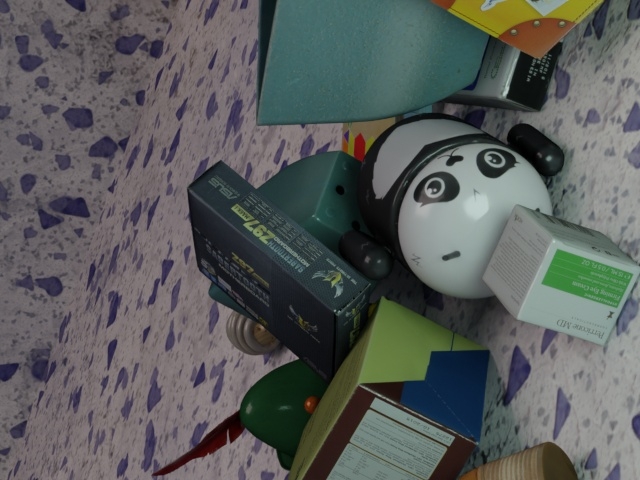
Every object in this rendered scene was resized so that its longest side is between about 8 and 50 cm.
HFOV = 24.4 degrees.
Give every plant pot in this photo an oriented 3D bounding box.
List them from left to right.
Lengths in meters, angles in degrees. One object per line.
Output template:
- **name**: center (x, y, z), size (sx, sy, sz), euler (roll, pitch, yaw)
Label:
- **plant pot**: center (0.000, 0.000, 1.826), size (0.234, 0.165, 0.165), euler (-40, 25, 56)
- **plant pot**: center (0.066, -0.286, 1.664), size (0.247, 0.252, 0.248), euler (102, 169, -50)

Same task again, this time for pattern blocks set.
- **pattern blocks set**: center (0.069, -0.124, 1.958), size (0.325, 0.026, 0.285), euler (-137, 49, -61)

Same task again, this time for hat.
- **hat**: center (-0.099, 0.212, 1.984), size (0.173, 0.183, 0.208), euler (-47, 32, 49)

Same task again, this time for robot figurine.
- **robot figurine**: center (0.138, -0.044, 1.597), size (0.209, 0.173, 0.278), euler (-68, 20, 11)

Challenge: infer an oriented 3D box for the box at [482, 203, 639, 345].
- **box**: center (0.227, 0.032, 1.408), size (0.087, 0.101, 0.102), euler (-67, 21, 15)

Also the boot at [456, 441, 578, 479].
- **boot**: center (0.128, 0.325, 1.327), size (0.220, 0.109, 0.283), euler (-34, 33, 30)

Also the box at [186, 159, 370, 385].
- **box**: center (-0.047, 0.039, 1.657), size (0.059, 0.233, 0.183), euler (-42, -22, -23)

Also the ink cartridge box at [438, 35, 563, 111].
- **ink cartridge box**: center (0.186, -0.255, 1.808), size (0.371, 0.069, 0.176), euler (21, 94, 67)

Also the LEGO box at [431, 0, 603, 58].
- **LEGO box**: center (0.293, -0.491, 1.459), size (0.500, 0.193, 0.372), euler (-43, 34, 40)

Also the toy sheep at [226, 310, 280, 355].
- **toy sheep**: center (-0.097, 0.128, 2.196), size (0.132, 0.091, 0.091), euler (-4, 69, 63)

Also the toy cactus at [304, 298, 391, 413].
- **toy cactus**: center (0.076, 0.157, 1.723), size (0.180, 0.112, 0.219), euler (-24, 40, 51)

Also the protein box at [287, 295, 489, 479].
- **protein box**: center (0.067, 0.206, 1.549), size (0.201, 0.136, 0.200), euler (-61, 3, 25)
